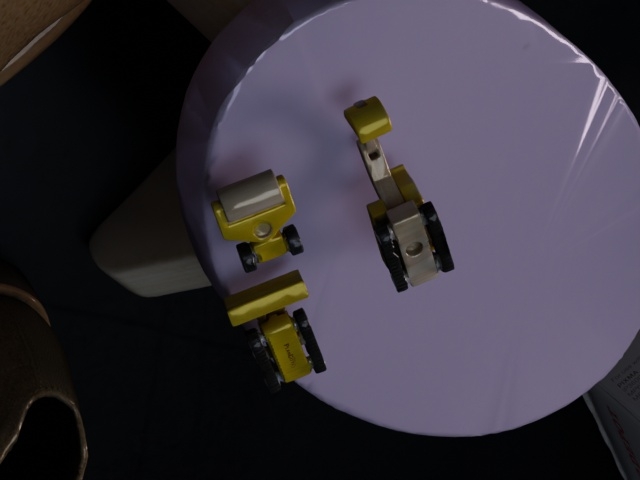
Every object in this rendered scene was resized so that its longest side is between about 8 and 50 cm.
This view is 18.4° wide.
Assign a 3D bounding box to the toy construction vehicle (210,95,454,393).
[{"bbox_3d":[0.000,0.000,0.731,0.086,0.035,0.098,-24,131,-2],"label":"toy construction vehicle"}]

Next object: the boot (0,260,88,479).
[{"bbox_3d":[-0.207,0.159,0.879,0.112,0.115,0.305,20,111,-42],"label":"boot"}]

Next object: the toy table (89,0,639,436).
[{"bbox_3d":[0.020,-0.045,0.843,0.252,0.161,0.274,-38,134,-4],"label":"toy table"}]

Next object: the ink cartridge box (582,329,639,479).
[{"bbox_3d":[0.253,0.140,1.082,0.092,0.218,0.158,-39,134,-10],"label":"ink cartridge box"}]

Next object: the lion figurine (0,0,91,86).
[{"bbox_3d":[-0.134,-0.183,0.686,0.240,0.142,0.392,-31,147,-20],"label":"lion figurine"}]
